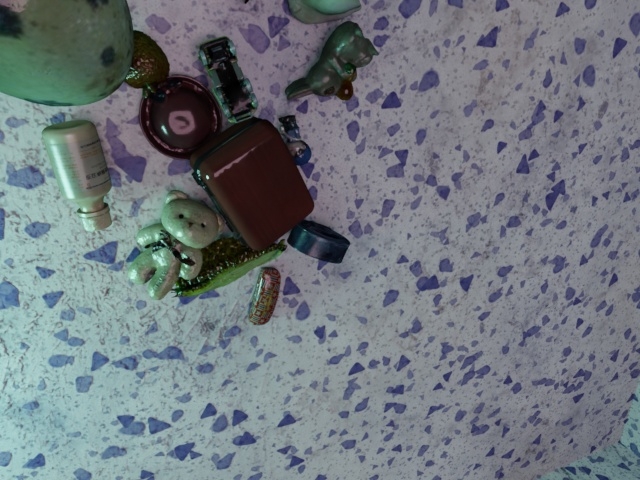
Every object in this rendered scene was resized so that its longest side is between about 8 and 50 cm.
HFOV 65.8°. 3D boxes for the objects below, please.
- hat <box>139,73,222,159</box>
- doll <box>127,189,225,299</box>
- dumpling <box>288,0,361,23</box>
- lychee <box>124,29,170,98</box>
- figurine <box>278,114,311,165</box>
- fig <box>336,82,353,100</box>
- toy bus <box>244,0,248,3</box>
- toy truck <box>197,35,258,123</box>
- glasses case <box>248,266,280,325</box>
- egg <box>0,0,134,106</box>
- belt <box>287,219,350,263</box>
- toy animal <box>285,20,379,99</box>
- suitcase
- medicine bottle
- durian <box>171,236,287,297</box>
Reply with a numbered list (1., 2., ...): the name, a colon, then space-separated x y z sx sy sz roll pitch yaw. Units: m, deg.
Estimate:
1. hat: -0.332 -0.290 1.192 0.205 0.089 0.205 -9 116 -19
2. doll: -0.380 0.020 1.270 0.175 0.149 0.278 34 92 -21
3. dumpling: 0.003 -0.606 1.194 0.216 0.149 0.105 28 62 -38
4. lychee: -0.396 -0.391 1.100 0.114 0.114 0.146 -17 91 -16
5. figurine: -0.068 -0.270 1.337 0.079 0.077 0.136 -16 111 -33
6. fig: 0.068 -0.420 1.333 0.050 0.050 0.083 9 96 -27
7. toy bus: -0.134 -0.639 1.116 0.089 0.087 0.194 35 98 -23
8. toy truck: -0.218 -0.372 1.177 0.085 0.116 0.191 -25 97 -10
9. glasses case: -0.166 0.175 1.510 0.073 0.049 0.194 6 111 -26
10. egg: -0.536 -0.430 0.884 0.345 0.345 0.428 -38 131 -3
11. belt: 0.000 0.000 1.445 0.190 0.141 0.082 17 108 -30
12. toy animal: 0.023 -0.439 1.274 0.251 0.127 0.125 -38 104 20
13. suitcase: -0.167 -0.144 1.258 0.236 0.161 0.297 -37 130 -11
14. medicine bottle: -0.551 -0.145 1.150 0.114 0.114 0.252 -13 118 -18
15. durian: -0.274 0.064 1.370 0.375 0.106 0.132 -22 154 -8
